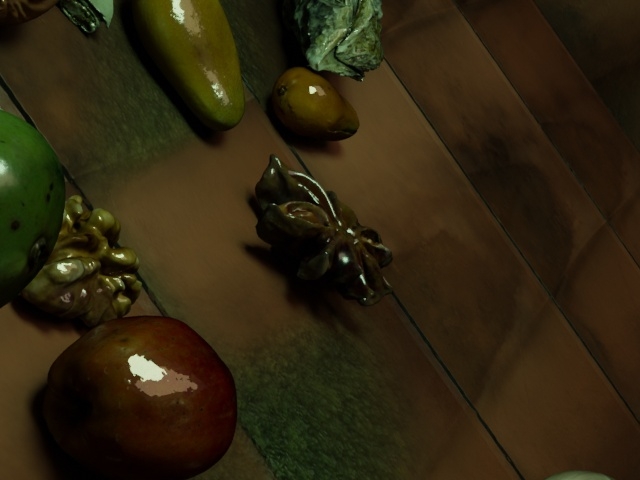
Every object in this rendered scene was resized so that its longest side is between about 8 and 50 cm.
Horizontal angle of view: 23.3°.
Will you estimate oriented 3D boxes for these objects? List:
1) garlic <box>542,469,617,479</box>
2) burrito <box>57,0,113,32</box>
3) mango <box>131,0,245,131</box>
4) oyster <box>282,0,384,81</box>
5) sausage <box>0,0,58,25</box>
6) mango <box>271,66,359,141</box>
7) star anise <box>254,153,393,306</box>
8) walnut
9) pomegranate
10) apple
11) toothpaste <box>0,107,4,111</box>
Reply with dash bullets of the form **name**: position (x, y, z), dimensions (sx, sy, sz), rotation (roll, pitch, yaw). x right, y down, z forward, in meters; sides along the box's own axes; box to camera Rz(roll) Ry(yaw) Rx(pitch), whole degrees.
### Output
- **garlic**: position (0.361, 0.415, 2.000), dimensions (0.292, 0.210, 0.237), rotation (44, 62, -30)
- **burrito**: position (-0.273, -0.299, 1.833), dimensions (0.074, 0.044, 0.118), rotation (39, 32, -24)
- **mango**: position (-0.157, -0.239, 1.904), dimensions (0.227, 0.099, 0.136), rotation (65, 22, 1)
- **oyster**: position (0.016, -0.319, 2.202), dimensions (0.162, 0.158, 0.351), rotation (52, 17, -26)
- **sausage**: position (-0.331, -0.355, 1.713), dimensions (0.121, 0.121, 0.304), rotation (36, 31, -34)
- **mango**: position (-0.012, -0.179, 2.101), dimensions (0.105, 0.084, 0.159), rotation (50, 5, 26)
- **star anise**: position (-0.005, -0.004, 1.893), dimensions (0.220, 0.099, 0.214), rotation (43, 14, -13)
- **walnut**: position (-0.235, 0.015, 1.500), dimensions (0.143, 0.069, 0.170), rotation (60, 23, 12)
- **pomegranate**: position (-0.328, -0.039, 1.308), dimensions (0.225, 0.187, 0.187), rotation (32, 22, 14)
- **apple**: position (-0.160, 0.144, 1.393), dimensions (0.158, 0.147, 0.156), rotation (-4, 84, -60)
- **toothpaste**: position (-0.403, -0.136, 1.412), dimensions (0.301, 0.048, 0.075), rotation (12, 34, -56)
